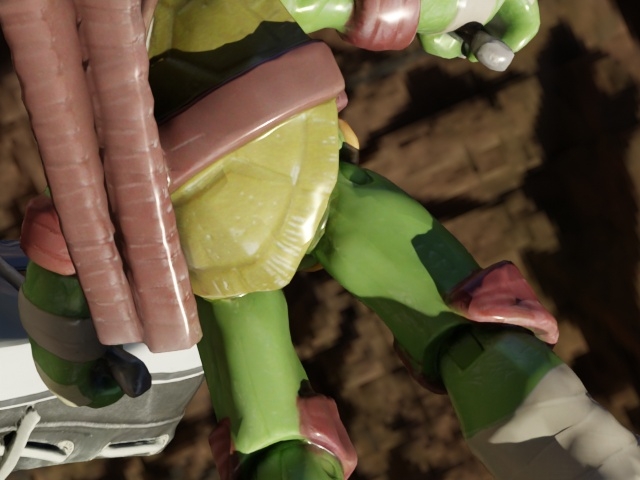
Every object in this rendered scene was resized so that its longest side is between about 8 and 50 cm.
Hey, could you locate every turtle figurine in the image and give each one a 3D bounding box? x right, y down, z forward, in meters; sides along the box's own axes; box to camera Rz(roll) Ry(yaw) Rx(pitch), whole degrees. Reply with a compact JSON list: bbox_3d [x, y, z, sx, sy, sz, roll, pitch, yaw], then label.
[{"bbox_3d":[0.000,0.000,0.646,0.266,0.197,0.275,61,-19,15],"label":"turtle figurine"}]

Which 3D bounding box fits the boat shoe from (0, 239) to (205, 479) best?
[{"bbox_3d":[-0.152,0.057,0.764,0.113,0.105,0.306,30,15,24],"label":"boat shoe"}]
